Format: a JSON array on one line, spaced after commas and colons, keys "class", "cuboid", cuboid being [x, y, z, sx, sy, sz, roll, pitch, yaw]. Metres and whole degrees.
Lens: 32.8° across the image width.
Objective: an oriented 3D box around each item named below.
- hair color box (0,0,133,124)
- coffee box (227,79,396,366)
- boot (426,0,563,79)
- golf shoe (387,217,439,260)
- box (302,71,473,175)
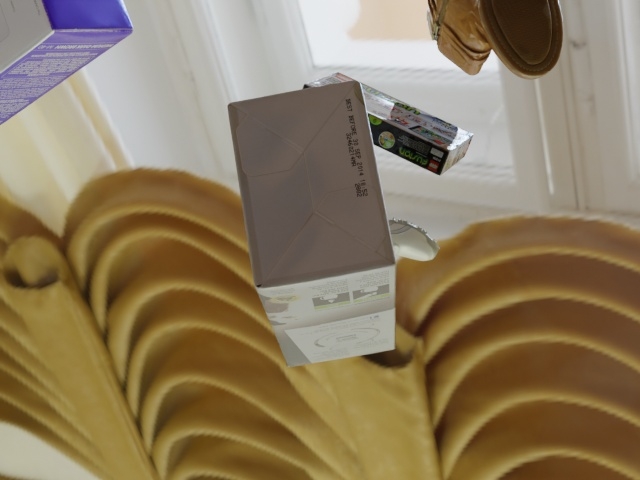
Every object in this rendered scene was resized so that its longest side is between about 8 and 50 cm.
[{"class": "hair color box", "cuboid": [-0.352, -0.224, 1.100, 0.339, 0.185, 0.110, -22, 175, 38]}, {"class": "coffee box", "cuboid": [0.000, 0.000, 1.007, 0.119, 0.297, 0.168, -10, -110, 1]}, {"class": "boot", "cuboid": [0.217, -0.283, 1.464, 0.109, 0.220, 0.283, -21, -114, -16]}, {"class": "golf shoe", "cuboid": [0.080, 0.006, 1.571, 0.176, 0.069, 0.086, 20, -124, 4]}, {"class": "box", "cuboid": [0.085, -0.153, 1.397, 0.207, 0.036, 0.114, 27, -155, 15]}]
